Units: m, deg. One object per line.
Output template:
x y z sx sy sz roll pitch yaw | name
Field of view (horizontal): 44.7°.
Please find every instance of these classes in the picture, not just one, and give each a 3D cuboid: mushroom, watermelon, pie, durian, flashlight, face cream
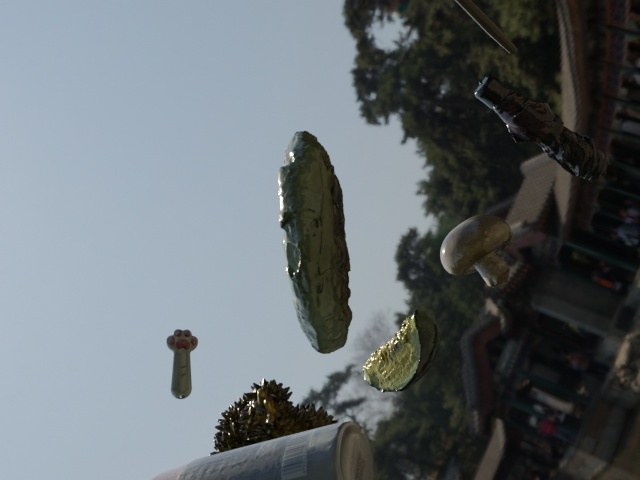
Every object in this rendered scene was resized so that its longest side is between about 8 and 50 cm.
0.430 0.038 2.069 0.204 0.204 0.204 -53 -24 -37 | mushroom
0.203 0.286 1.899 0.123 0.129 0.301 -34 -14 -43 | watermelon
0.000 0.000 1.025 0.306 0.071 0.306 -3 -90 -84 | pie
-0.086 0.399 1.487 0.258 0.258 0.293 -49 1 -43 | durian
-0.398 0.353 2.227 0.047 0.093 0.200 137 134 -62 | flashlight
-0.076 0.259 0.814 0.073 0.269 0.107 58 -153 -20 | face cream

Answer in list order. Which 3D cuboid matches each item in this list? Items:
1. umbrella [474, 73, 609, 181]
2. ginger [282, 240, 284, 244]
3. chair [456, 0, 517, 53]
0.464 -0.238 1.631 0.094 0.326 0.090 -49 7 41 | umbrella
-0.030 -0.003 1.606 0.048 0.097 0.030 128 139 -63 | ginger
0.182 -0.387 0.938 0.272 0.188 0.166 30 -61 -36 | chair
